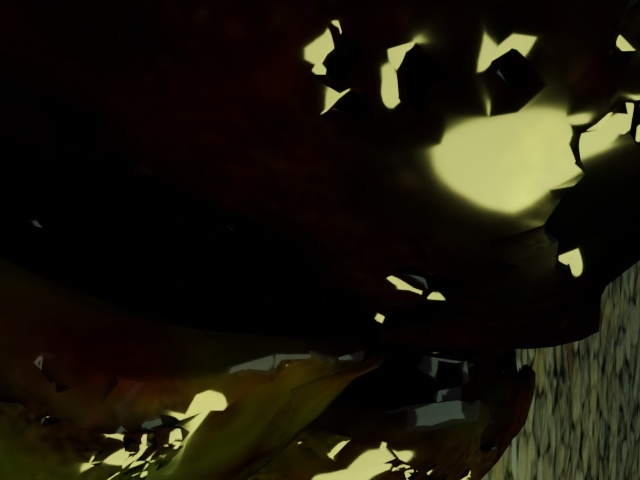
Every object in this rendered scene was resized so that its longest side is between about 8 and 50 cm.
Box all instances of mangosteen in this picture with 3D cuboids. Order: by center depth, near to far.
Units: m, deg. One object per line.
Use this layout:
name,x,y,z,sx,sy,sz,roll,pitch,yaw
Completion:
mangosteen,-0.017,-0.119,0.458,0.421,0.381,0.381,-47,154,0
